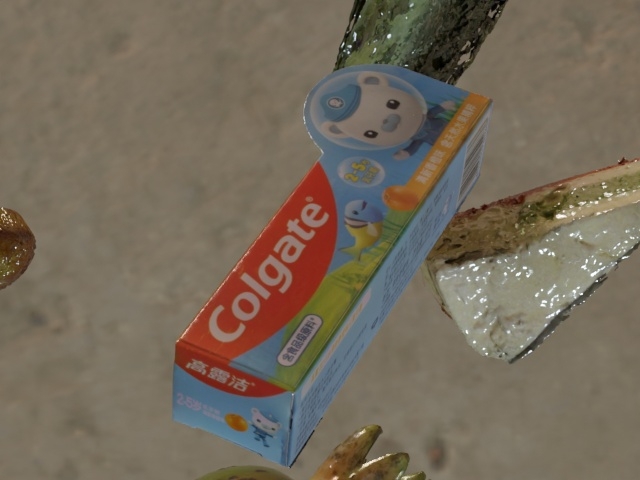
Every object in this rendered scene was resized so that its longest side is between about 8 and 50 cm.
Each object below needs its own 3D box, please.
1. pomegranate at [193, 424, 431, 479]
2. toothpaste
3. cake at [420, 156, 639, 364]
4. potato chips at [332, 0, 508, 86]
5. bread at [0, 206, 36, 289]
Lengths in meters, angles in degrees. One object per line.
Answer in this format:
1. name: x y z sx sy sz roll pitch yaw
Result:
1. pomegranate: -0.022 0.251 1.188 0.246 0.198 0.198 -17 90 -14
2. toothpaste: 0.000 0.000 0.644 0.070 0.044 0.193 21 44 15
3. cake: 0.191 0.019 1.272 0.220 0.086 0.117 -16 114 3
4. potato chips: 0.074 -0.162 1.230 0.202 0.220 0.029 -44 64 -10
5. bread: -0.280 0.012 1.375 0.085 0.085 0.053 -18 57 -24
